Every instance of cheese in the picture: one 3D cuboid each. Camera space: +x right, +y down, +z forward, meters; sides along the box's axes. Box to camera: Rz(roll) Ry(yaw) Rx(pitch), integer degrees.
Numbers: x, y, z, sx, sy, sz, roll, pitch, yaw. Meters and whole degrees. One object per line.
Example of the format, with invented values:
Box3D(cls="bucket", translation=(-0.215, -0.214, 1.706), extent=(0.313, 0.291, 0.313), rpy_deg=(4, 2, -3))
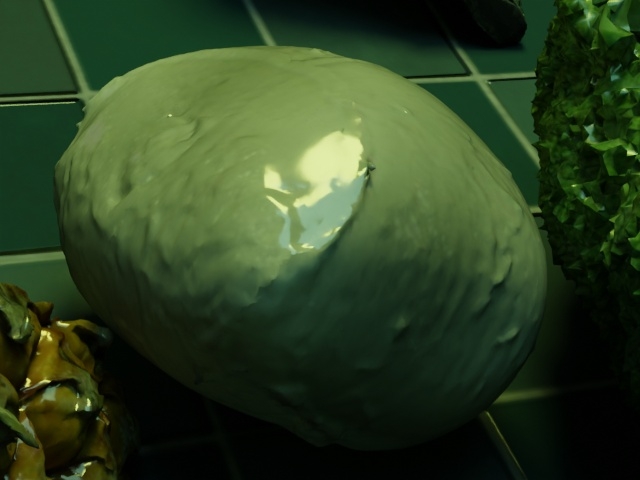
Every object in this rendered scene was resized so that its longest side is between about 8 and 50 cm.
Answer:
Box3D(cls="cheese", translation=(0.000, 0.000, 0.612), extent=(0.189, 0.154, 0.198), rpy_deg=(32, 1, -35))

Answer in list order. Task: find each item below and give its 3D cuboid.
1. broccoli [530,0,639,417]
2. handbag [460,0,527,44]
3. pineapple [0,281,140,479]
Box3D(cls="broccoli", translation=(0.245, -0.064, 0.646), extent=(0.413, 0.310, 0.321), rpy_deg=(-28, 64, -31))
Box3D(cls="handbag", translation=(0.036, -0.248, 0.917), extent=(0.270, 0.088, 0.175), rpy_deg=(37, 33, -28))
Box3D(cls="pineapple", translation=(-0.146, 0.100, 0.484), extent=(0.249, 0.140, 0.164), rpy_deg=(-4, 45, -27))
